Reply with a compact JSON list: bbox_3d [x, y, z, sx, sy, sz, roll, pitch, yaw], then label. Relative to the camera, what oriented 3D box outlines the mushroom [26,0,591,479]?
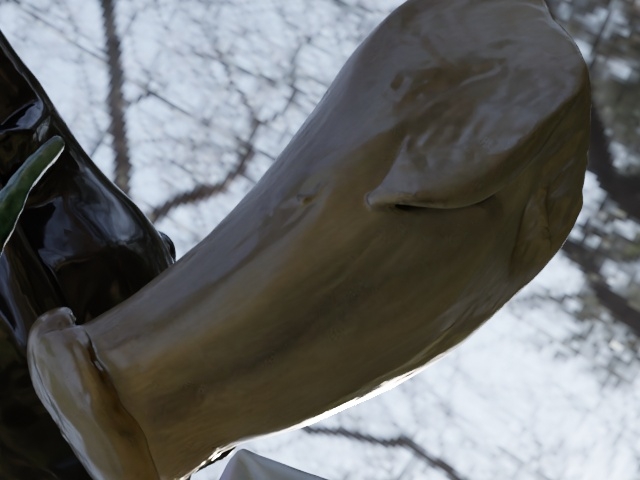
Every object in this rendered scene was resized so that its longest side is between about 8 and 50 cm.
[{"bbox_3d":[0.009,0.005,0.652,0.247,0.096,0.108,-40,-68,-5],"label":"mushroom"}]

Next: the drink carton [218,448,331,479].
[{"bbox_3d":[-0.032,0.208,0.387,0.130,0.106,0.315,115,176,-47],"label":"drink carton"}]

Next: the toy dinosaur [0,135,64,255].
[{"bbox_3d":[-0.204,0.127,0.566,0.129,0.076,0.383,19,-90,-12],"label":"toy dinosaur"}]

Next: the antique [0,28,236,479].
[{"bbox_3d":[-0.170,0.046,0.926,0.185,0.255,0.322,-34,-16,-19],"label":"antique"}]
